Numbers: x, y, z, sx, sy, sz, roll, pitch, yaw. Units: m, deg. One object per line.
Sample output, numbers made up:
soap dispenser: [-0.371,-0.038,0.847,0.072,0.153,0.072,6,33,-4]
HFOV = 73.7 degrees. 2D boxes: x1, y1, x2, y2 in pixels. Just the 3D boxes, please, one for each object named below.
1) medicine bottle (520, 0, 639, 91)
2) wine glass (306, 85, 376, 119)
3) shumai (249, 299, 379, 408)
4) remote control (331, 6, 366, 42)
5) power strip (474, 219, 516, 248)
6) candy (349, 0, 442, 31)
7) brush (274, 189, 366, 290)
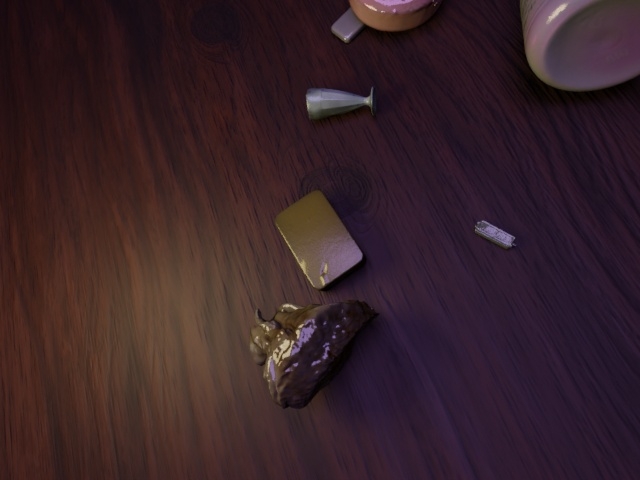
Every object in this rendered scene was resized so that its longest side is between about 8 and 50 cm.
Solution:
medicine bottle: [0.515,-0.481,0.805,0.256,0.256,0.324,-1,64,16]
wine glass: [0.049,-0.316,0.985,0.155,0.073,0.073,4,73,13]
shumai: [-0.039,0.167,0.779,0.185,0.184,0.218,35,97,22]
remote control: [0.138,-0.606,1.081,0.261,0.029,0.067,-45,74,-1]
power strip: [0.338,-0.010,0.824,0.083,0.017,0.027,34,84,24]
candy: [0.186,-0.619,1.011,0.255,0.094,0.255,-1,82,6]
brush: [0.000,0.000,0.895,0.123,0.059,0.197,-35,65,6]
